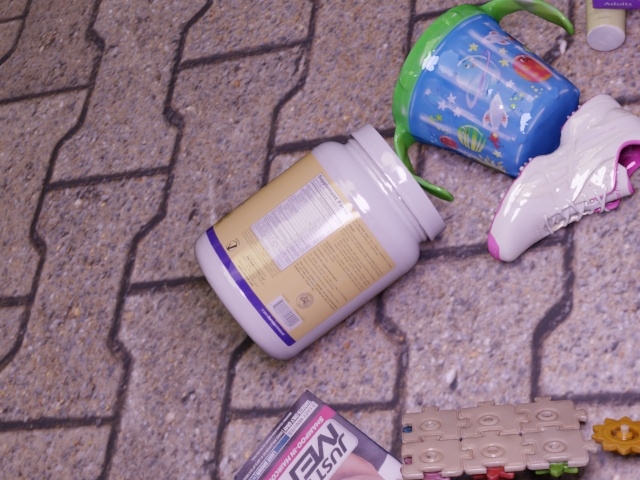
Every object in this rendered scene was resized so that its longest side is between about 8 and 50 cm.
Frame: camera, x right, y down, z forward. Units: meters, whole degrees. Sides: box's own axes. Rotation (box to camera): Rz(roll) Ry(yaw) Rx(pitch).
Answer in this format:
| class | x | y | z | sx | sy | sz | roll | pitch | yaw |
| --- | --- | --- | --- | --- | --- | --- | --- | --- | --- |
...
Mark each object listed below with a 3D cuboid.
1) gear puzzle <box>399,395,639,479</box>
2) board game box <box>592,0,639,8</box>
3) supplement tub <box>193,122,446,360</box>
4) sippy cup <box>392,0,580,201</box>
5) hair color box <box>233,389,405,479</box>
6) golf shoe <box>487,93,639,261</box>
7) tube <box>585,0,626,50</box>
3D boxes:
| class | x | y | z | sx | sy | sz | roll | pitch | yaw |
| --- | --- | --- | --- | --- | --- | --- | --- | --- | --- |
| gear puzzle | 0.275 | 0.270 | 1.471 | 0.338 | 0.044 | 0.175 | -6 | 20 | 6 |
| board game box | 0.574 | -0.562 | 1.584 | 0.356 | 0.356 | 0.356 | 5 | 81 | 17 |
| supplement tub | 0.000 | 0.000 | 1.695 | 0.331 | 0.241 | 0.241 | -37 | 51 | 1 |
| sippy cup | 0.268 | -0.214 | 1.717 | 0.224 | 0.240 | 0.306 | 37 | 126 | 28 |
| hair color box | 0.059 | 0.373 | 1.517 | 0.347 | 0.105 | 0.174 | 33 | 79 | 37 |
| golf shoe | 0.373 | -0.078 | 1.636 | 0.140 | 0.115 | 0.306 | 38 | 84 | 33 |
| tube | 0.472 | -0.421 | 1.835 | 0.070 | 0.062 | 0.240 | 19 | 57 | -12 |
